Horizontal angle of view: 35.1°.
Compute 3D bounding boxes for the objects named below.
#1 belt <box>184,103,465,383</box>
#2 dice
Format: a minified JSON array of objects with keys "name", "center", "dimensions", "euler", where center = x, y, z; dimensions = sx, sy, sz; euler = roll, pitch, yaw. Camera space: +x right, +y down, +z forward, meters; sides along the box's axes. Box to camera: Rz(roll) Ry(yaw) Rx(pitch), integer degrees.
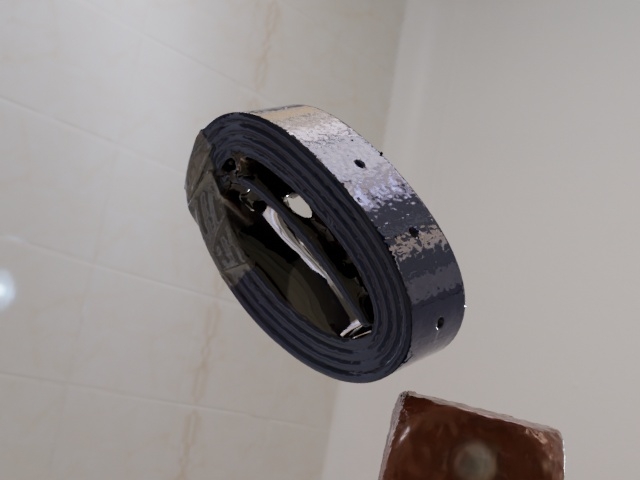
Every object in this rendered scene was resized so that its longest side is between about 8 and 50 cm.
[{"name":"belt","center":[0.000,0.000,1.110],"dimensions":[0.347,0.117,0.212],"euler":[48,-53,20]},{"name":"dice","center":[0.143,0.258,1.039],"dimensions":[0.175,0.174,0.179],"euler":[16,-95,5]}]
